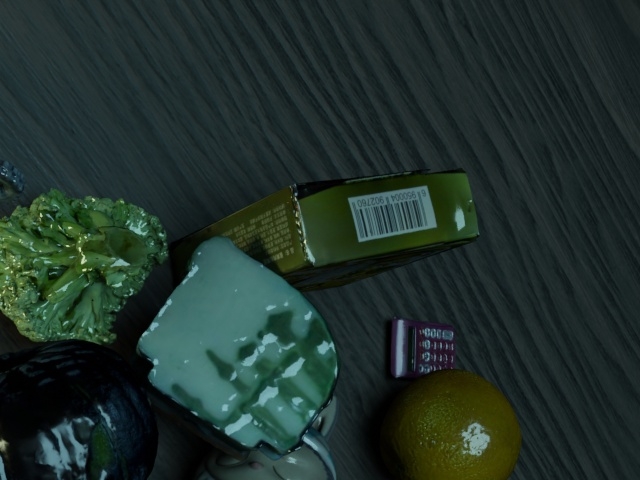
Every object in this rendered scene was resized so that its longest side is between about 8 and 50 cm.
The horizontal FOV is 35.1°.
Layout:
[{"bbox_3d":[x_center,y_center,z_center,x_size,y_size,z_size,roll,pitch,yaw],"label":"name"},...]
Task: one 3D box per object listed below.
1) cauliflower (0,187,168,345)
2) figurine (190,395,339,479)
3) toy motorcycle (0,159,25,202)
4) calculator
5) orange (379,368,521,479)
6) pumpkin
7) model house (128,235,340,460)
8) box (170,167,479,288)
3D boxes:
[{"bbox_3d":[-0.372,0.033,1.575,0.272,0.250,0.275,32,60,-31],"label":"cauliflower"},{"bbox_3d":[-0.030,0.439,1.766,0.361,0.266,0.377,52,56,-25],"label":"figurine"},{"bbox_3d":[-0.604,-0.139,1.494,0.327,0.188,0.143,38,50,-43],"label":"toy motorcycle"},{"bbox_3d":[0.215,0.232,2.125,0.190,0.034,0.126,12,75,-41],"label":"calculator"},{"bbox_3d":[0.253,0.386,1.981,0.274,0.274,0.274,7,78,-36],"label":"orange"},{"bbox_3d":[-0.407,0.291,1.438,0.363,0.363,0.266,-30,102,-37],"label":"pumpkin"},{"bbox_3d":[-0.147,0.209,1.616,0.295,0.329,0.251,34,64,-1],"label":"model house"},{"bbox_3d":[0.000,0.000,1.752,0.373,0.420,0.138,-9,82,-37],"label":"box"}]
